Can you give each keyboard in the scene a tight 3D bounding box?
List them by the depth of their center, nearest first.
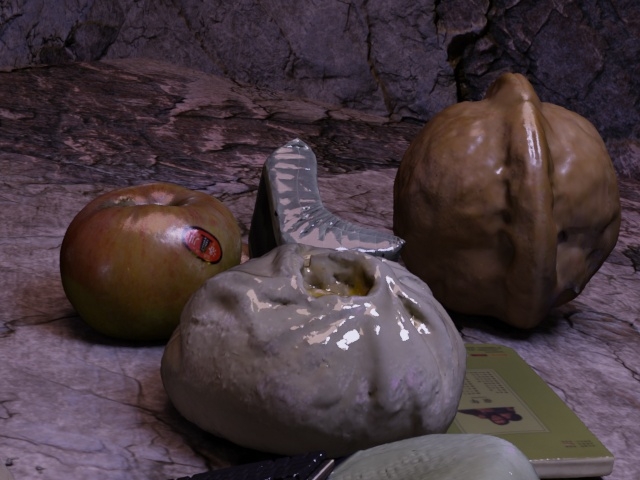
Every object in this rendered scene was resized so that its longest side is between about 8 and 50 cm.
[{"bbox_3d":[-0.145,0.236,1.101,0.317,0.027,0.106,-14,7,21],"label":"keyboard"}]

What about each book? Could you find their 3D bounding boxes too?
[{"bbox_3d":[0.191,0.211,1.582,0.239,0.035,0.352,1,18,-15],"label":"book"}]

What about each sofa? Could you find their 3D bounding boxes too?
[{"bbox_3d":[0.000,0.000,1.799,0.176,0.210,0.225,1,43,-14],"label":"sofa"}]

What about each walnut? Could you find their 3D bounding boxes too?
[{"bbox_3d":[0.285,-0.052,1.930,0.384,0.383,0.383,8,16,-2],"label":"walnut"}]

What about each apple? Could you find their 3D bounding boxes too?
[{"bbox_3d":[-0.235,0.028,1.713,0.261,0.194,0.261,5,16,-2],"label":"apple"}]

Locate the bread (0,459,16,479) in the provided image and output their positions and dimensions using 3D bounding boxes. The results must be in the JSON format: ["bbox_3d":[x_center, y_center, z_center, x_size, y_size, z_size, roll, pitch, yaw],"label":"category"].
[{"bbox_3d":[-0.334,0.252,1.010,0.148,0.134,0.141,-1,19,10],"label":"bread"}]

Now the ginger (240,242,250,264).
[{"bbox_3d":[-0.134,0.042,1.929,0.213,0.074,0.137,6,33,3],"label":"ginger"}]

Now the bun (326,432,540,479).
[{"bbox_3d":[0.069,0.284,1.038,0.283,0.179,0.283,-18,9,3],"label":"bun"}]

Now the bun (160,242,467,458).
[{"bbox_3d":[-0.010,0.112,1.471,0.365,0.219,0.365,3,16,-1],"label":"bun"}]
